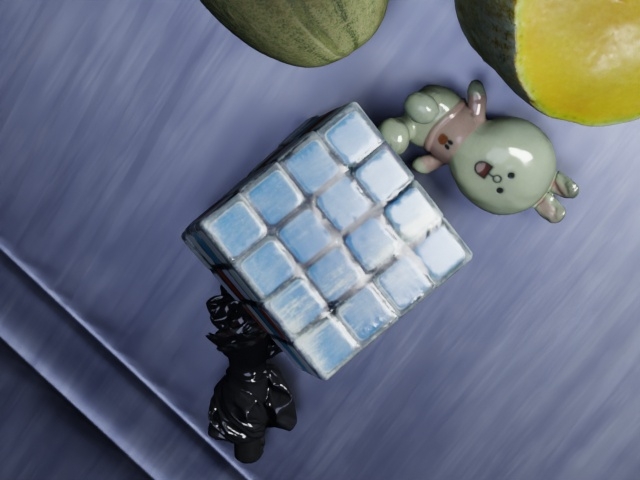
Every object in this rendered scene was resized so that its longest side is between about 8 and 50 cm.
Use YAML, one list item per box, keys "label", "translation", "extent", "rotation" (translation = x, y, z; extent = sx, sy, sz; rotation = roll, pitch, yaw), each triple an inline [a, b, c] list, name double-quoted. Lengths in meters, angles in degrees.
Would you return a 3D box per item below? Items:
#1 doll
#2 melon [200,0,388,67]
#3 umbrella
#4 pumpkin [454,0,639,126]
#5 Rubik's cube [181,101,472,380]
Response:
- label: "doll"
  translation: [0.214, -0.123, 1.840]
  extent: [0.275, 0.113, 0.155]
  rotation: [26, 118, -7]
- label: "melon"
  translation: [-0.052, -0.370, 1.734]
  extent: [0.248, 0.248, 0.329]
  rotation: [-32, 103, 17]
- label: "umbrella"
  translation: [-0.102, 0.192, 1.986]
  extent: [0.122, 0.110, 0.272]
  rotation: [-9, 109, -24]
- label: "pumpkin"
  translation: [0.345, -0.294, 1.660]
  extent: [0.332, 0.199, 0.332]
  rotation: [-8, 123, -12]
- label: "Rubik's cube"
  translation: [0.001, 0.001, 1.792]
  extent: [0.259, 0.253, 0.256]
  rotation: [-41, 97, -10]
